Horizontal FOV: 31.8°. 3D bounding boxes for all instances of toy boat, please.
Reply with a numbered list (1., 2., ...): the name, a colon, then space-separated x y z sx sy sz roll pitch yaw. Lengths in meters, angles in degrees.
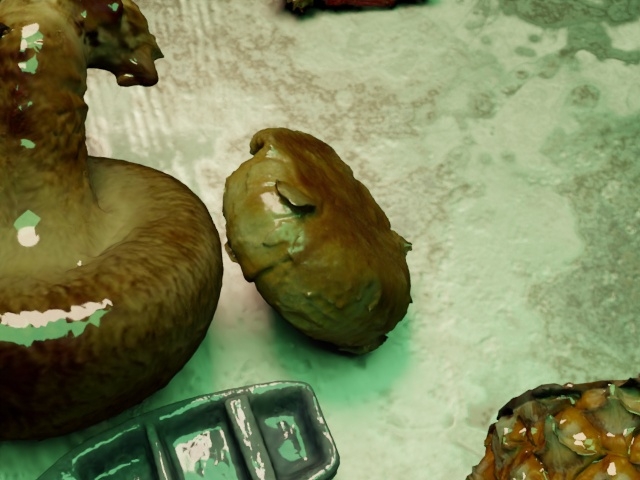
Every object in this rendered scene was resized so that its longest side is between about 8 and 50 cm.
1. toy boat: -0.127 0.213 0.991 0.283 0.078 0.127 -16 67 -12

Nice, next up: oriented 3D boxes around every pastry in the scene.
1. pastry: 0.000 0.000 1.047 0.100 0.218 0.229 -37 94 21

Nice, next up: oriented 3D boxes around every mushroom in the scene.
1. mushroom: -0.236 -0.014 0.961 0.331 0.356 0.334 27 33 -7

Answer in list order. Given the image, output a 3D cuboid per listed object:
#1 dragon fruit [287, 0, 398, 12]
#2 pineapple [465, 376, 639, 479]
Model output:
1. dragon fruit: 0.036 -0.300 1.246 0.192 0.122 0.092 -14 97 -13
2. pineapple: 0.272 0.272 0.849 0.352 0.352 0.300 0 64 -5
